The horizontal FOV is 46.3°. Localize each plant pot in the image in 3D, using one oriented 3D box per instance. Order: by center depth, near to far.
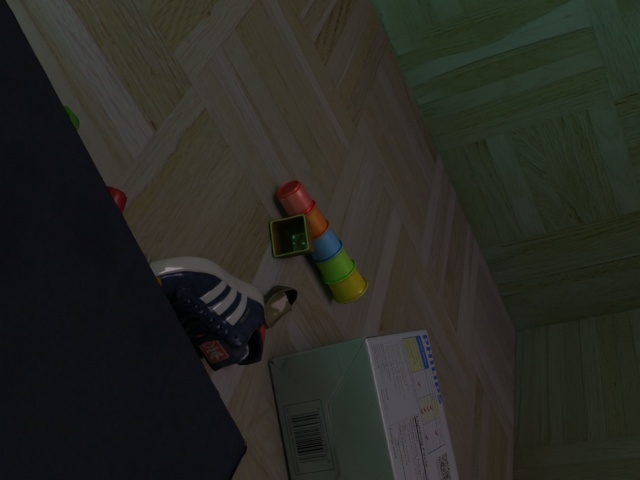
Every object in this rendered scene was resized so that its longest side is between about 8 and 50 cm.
[{"bbox_3d":[-0.054,-0.002,1.626,0.083,0.081,0.081,33,47,-68],"label":"plant pot"}]

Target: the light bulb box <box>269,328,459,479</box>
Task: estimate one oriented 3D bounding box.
[{"bbox_3d":[0.104,0.383,1.565,0.361,0.225,0.358,8,69,-64],"label":"light bulb box"}]

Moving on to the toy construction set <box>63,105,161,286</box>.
[{"bbox_3d":[-0.330,-0.006,0.948,0.237,0.257,0.309,63,12,-62],"label":"toy construction set"}]

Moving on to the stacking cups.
[{"bbox_3d":[0.000,0.000,1.731,0.316,0.096,0.096,59,30,-24],"label":"stacking cups"}]

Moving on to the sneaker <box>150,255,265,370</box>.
[{"bbox_3d":[-0.188,0.129,1.210,0.350,0.131,0.148,27,49,-58],"label":"sneaker"}]

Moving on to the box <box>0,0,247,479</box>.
[{"bbox_3d":[-0.382,0.069,0.447,0.480,0.471,0.297,66,27,-20],"label":"box"}]

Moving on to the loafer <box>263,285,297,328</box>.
[{"bbox_3d":[-0.089,0.130,1.510,0.056,0.050,0.148,66,27,-19],"label":"loafer"}]
